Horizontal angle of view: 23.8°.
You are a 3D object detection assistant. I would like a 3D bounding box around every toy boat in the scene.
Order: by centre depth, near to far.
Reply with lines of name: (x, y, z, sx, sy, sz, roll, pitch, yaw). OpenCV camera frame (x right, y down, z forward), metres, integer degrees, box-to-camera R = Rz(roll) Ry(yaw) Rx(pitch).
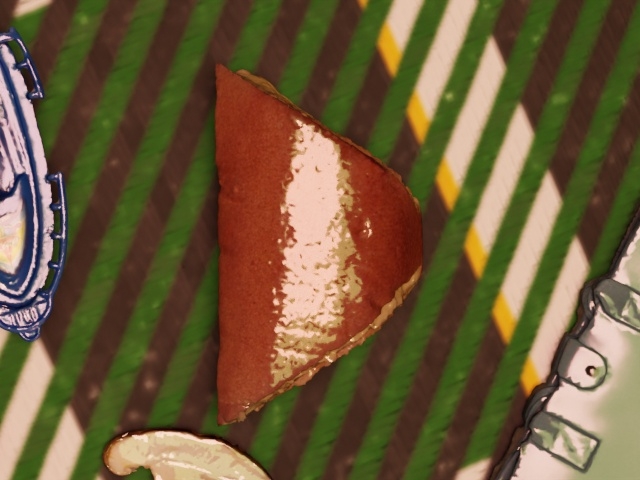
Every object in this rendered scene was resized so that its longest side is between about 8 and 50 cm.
toy boat: (-0.174, -0.030, 0.770, 0.091, 0.110, 0.175, -17, 96, -8)

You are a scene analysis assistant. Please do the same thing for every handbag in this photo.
handbag: (0.195, 0.097, 0.864, 0.144, 0.057, 0.221, 27, 88, -2)

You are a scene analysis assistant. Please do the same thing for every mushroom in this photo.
mushroom: (-0.070, 0.128, 0.835, 0.101, 0.019, 0.049, 21, 87, -7)

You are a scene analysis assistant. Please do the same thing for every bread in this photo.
bread: (0.000, 0.000, 0.818, 0.119, 0.067, 0.192, -2, 92, -9)
